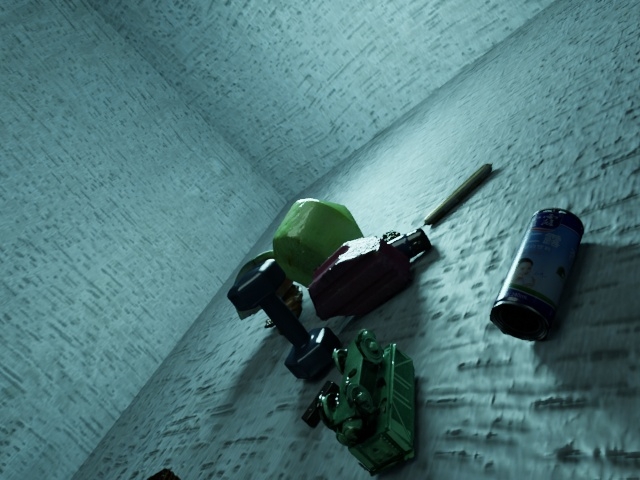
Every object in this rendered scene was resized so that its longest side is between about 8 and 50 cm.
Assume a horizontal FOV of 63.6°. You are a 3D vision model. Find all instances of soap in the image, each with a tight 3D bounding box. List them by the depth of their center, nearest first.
[{"bbox_3d":[0.086,0.112,1.399,0.289,0.182,0.112,-44,13,28],"label":"soap"}]

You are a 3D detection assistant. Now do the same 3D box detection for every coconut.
[{"bbox_3d":[0.000,0.000,1.774,0.328,0.281,0.328,-19,43,18],"label":"coconut"}]

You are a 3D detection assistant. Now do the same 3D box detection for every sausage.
[{"bbox_3d":[0.399,-0.132,1.501,0.269,0.033,0.033,-43,13,10],"label":"sausage"}]

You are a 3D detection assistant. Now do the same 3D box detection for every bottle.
[{"bbox_3d":[0.192,0.043,1.448,0.244,0.072,0.082,-29,16,21],"label":"bottle"}]

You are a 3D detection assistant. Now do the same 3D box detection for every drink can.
[{"bbox_3d":[0.373,0.053,0.882,0.235,0.097,0.097,-52,15,-32],"label":"drink can"}]

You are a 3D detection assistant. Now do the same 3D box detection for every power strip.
[{"bbox_3d":[0.001,0.374,1.187,0.111,0.029,0.038,-51,14,-23],"label":"power strip"}]

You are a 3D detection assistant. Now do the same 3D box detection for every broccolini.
[{"bbox_3d":[0.178,0.078,1.530,0.271,0.062,0.123,-58,12,-22],"label":"broccolini"}]

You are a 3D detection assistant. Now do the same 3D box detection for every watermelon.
[{"bbox_3d":[-0.187,0.144,1.883,0.260,0.176,0.256,-47,-23,-42],"label":"watermelon"}]

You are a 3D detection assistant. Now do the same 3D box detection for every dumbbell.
[{"bbox_3d":[-0.091,0.208,1.343,0.143,0.316,0.156,-33,11,28],"label":"dumbbell"}]

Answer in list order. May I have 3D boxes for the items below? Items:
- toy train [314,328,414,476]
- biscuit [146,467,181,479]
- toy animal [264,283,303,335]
[{"bbox_3d":[0.087,0.279,0.941,0.115,0.154,0.269,-38,15,25],"label":"toy train"},{"bbox_3d":[-0.494,0.787,1.357,0.107,0.073,0.388,-36,15,29],"label":"biscuit"},{"bbox_3d":[-0.118,0.236,1.830,0.157,0.097,0.312,-45,10,1],"label":"toy animal"}]
